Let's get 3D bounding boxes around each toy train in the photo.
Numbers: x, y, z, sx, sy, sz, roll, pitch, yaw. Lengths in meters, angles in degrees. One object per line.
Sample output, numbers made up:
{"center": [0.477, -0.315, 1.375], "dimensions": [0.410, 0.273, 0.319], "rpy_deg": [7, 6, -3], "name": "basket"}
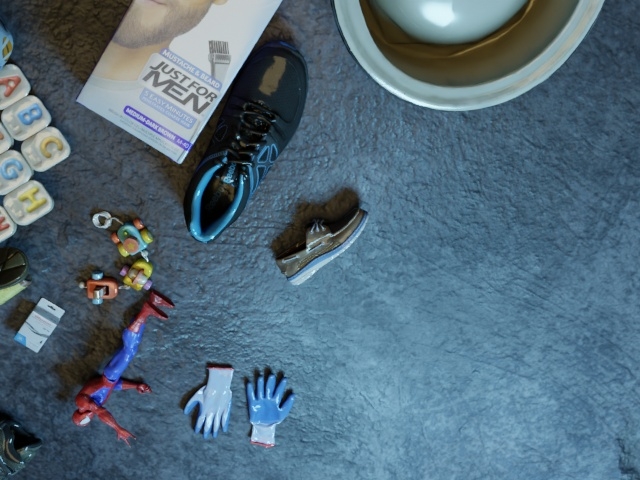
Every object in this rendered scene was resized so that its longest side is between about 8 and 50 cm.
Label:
{"center": [-0.346, 0.039, 1.359], "dimensions": [0.125, 0.046, 0.166], "rpy_deg": [7, 110, -7], "name": "toy train"}

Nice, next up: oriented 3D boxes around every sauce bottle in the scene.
{"center": [-0.552, 0.091, 1.364], "dimensions": [0.128, 0.042, 0.042], "rpy_deg": [-35, 109, 7], "name": "sauce bottle"}

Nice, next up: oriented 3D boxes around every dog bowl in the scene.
{"center": [0.202, -0.402, 1.150], "dimensions": [0.408, 0.150, 0.408], "rpy_deg": [-5, 122, -8], "name": "dog bowl"}

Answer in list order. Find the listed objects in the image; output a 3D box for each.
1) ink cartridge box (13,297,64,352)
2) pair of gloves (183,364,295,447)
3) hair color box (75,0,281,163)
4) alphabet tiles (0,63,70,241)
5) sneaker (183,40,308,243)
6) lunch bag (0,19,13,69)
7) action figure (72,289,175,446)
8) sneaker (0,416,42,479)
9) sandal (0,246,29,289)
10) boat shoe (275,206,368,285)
{"center": [-0.490, 0.147, 1.397], "dimensions": [0.048, 0.028, 0.083], "rpy_deg": [34, 104, -15], "name": "ink cartridge box"}
{"center": [-0.151, 0.308, 1.485], "dimensions": [0.198, 0.023, 0.159], "rpy_deg": [10, 109, -8], "name": "pair of gloves"}
{"center": [-0.200, -0.310, 1.211], "dimensions": [0.185, 0.110, 0.339], "rpy_deg": [31, 103, -13], "name": "hair color box"}
{"center": [-0.551, -0.136, 1.255], "dimensions": [0.278, 0.021, 0.284], "rpy_deg": [-32, 97, -3], "name": "alphabet tiles"}
{"center": [-0.114, -0.145, 1.259], "dimensions": [0.125, 0.140, 0.341], "rpy_deg": [23, 106, -10], "name": "sneaker"}
{"center": [-0.626, -0.271, 1.166], "dimensions": [0.303, 0.115, 0.243], "rpy_deg": [-45, 96, 3], "name": "lunch bag"}
{"center": [-0.327, 0.240, 1.408], "dimensions": [0.139, 0.091, 0.280], "rpy_deg": [38, 103, -7], "name": "action figure"}
{"center": [-0.582, 0.423, 1.461], "dimensions": [0.130, 0.087, 0.228], "rpy_deg": [7, 104, 0], "name": "sneaker"}
{"center": [-0.580, 0.057, 1.337], "dimensions": [0.219, 0.060, 0.090], "rpy_deg": [-11, 75, 8], "name": "sandal"}
{"center": [0.000, 0.000, 1.360], "dimensions": [0.183, 0.066, 0.066], "rpy_deg": [-42, 106, 11], "name": "boat shoe"}
